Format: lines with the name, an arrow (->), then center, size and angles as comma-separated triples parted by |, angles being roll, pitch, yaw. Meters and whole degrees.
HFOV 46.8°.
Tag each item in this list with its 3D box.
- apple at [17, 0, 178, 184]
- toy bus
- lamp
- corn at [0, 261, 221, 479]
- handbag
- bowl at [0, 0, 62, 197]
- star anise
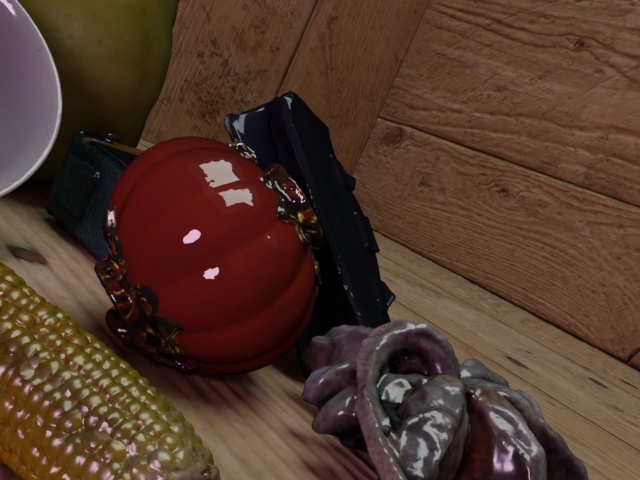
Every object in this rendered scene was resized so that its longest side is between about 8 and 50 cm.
apple -> -0.444, -0.308, 1.117 | 0.474, 0.473, 0.473 | 24, 6, -3
toy bus -> -0.224, -0.032, 0.953 | 0.167, 0.138, 0.275 | 15, 13, -46
lamp -> -0.106, 0.018, 0.681 | 0.227, 0.226, 0.227 | 24, 6, -3
corn -> -0.190, 0.071, 0.442 | 0.320, 0.097, 0.097 | 29, 8, 25
handbag -> 0.000, 0.000, 0.910 | 0.119, 0.325, 0.269 | -19, -9, 14
bowl -> -0.451, -0.146, 0.730 | 0.346, 0.345, 0.157 | 19, -35, -35
star anise -> 0.112, 0.155, 0.619 | 0.360, 0.139, 0.316 | 29, 15, 38
